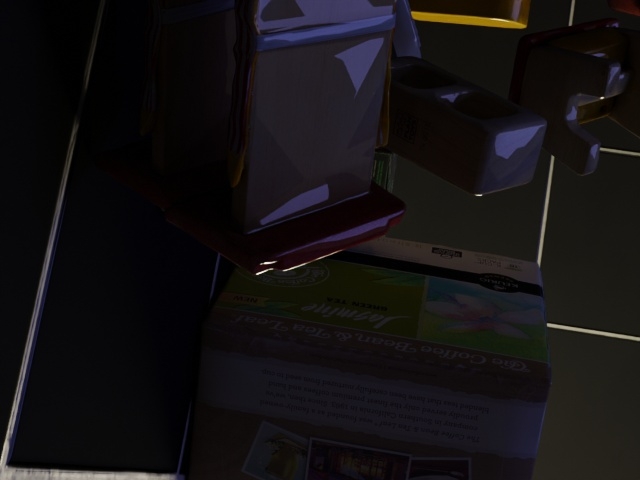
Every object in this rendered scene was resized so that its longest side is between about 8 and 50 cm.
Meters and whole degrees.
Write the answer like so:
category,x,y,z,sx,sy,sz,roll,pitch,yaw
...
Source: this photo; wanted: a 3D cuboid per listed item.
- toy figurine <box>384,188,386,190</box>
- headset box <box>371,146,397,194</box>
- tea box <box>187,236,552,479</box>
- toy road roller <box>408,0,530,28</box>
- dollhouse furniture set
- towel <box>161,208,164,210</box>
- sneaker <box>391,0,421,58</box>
category,x,y,z,sx,sy,sz,roll,pitch,yaw
toy figurine,0.006,-0.139,1.279,0.209,0.148,0.213,83,18,-52
headset box,0.042,-0.068,1.799,0.283,0.131,0.246,-70,168,-69
tea box,0.059,0.146,1.230,0.323,0.329,0.220,-70,168,-69
toy road roller,0.148,-0.365,1.420,0.240,0.329,0.202,-3,102,-62
dollhouse furniture set,0.063,-0.138,0.682,0.374,0.152,0.201,-18,128,-38
towel,-0.087,-0.099,0.925,0.197,0.029,0.144,-68,166,-80
sneaker,-0.031,-0.260,0.822,0.126,0.127,0.321,-83,156,-71
